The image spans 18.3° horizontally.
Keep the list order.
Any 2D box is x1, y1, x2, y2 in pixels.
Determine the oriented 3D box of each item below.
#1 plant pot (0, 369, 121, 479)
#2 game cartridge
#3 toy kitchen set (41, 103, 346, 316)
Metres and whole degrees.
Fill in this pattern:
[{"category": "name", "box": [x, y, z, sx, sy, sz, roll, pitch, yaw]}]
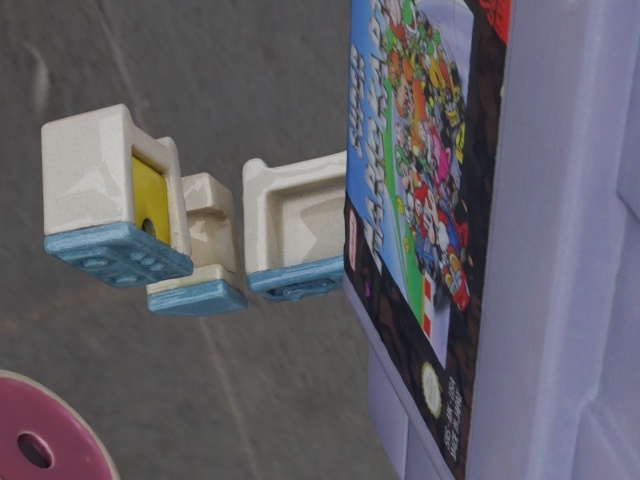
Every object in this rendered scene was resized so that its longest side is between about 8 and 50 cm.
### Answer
[{"category": "plant pot", "box": [-0.226, 0.183, 1.214, 0.180, 0.201, 0.201, -43, 77, 21]}, {"category": "game cartridge", "box": [0.068, -0.005, 0.462, 0.068, 0.355, 0.230, -17, 46, -18]}, {"category": "toy kitchen set", "box": [0.000, 0.000, 0.913, 0.207, 0.166, 0.122, -13, 74, 14]}]
